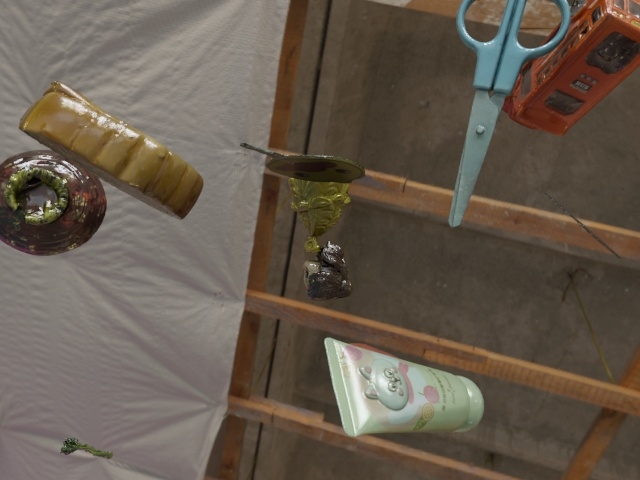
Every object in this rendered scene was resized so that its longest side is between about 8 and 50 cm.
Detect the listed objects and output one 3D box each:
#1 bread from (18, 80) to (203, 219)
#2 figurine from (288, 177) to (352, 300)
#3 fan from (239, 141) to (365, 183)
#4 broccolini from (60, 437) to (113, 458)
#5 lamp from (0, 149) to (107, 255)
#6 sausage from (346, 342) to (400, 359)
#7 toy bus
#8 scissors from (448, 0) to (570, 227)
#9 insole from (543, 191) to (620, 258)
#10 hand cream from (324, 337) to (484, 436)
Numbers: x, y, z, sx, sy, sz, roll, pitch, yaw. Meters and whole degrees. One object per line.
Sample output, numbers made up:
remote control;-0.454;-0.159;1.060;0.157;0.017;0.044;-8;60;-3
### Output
bread;-0.262;-0.109;0.676;0.236;0.236;0.069;29;-98;-1
figurine;-0.004;0.000;1.358;0.168;0.187;0.315;1;-91;-28
fan;-0.038;-0.163;1.123;0.230;0.335;0.011;0;-98;41
broccolini;-0.567;0.509;1.279;0.218;0.044;0.042;-11;-36;35
lamp;-0.596;-0.082;1.137;0.247;0.247;0.246;5;-65;11
sausage;0.163;0.383;1.488;0.255;0.148;0.148;23;-61;-20
toy bus;0.475;-0.316;0.994;0.143;0.153;0.329;23;-30;-7
scissors;0.300;-0.237;0.943;0.193;0.029;0.446;16;-85;19
insole;0.361;-0.023;0.726;0.135;0.045;0.002;49;-66;22
hand cream;0.133;0.240;0.809;0.306;0.147;0.093;19;-48;-35
